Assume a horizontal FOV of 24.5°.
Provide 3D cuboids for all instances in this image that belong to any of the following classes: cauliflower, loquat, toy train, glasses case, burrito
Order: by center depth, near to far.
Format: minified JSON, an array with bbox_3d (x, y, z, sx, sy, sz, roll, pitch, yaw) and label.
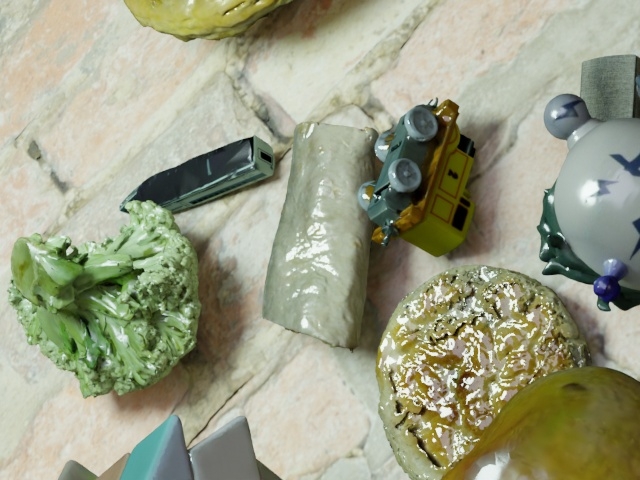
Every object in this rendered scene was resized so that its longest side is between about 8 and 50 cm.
[{"bbox_3d":[0.243,0.272,1.423,0.276,0.276,0.284,23,62,39],"label":"loquat"},{"bbox_3d":[0.325,-0.108,1.663,0.070,0.047,0.205,-5,66,32],"label":"glasses case"},{"bbox_3d":[0.125,-0.072,1.744,0.089,0.127,0.219,-35,29,53],"label":"toy train"},{"bbox_3d":[0.003,-0.001,1.792,0.143,0.105,0.299,-20,56,52],"label":"burrito"},{"bbox_3d":[-0.287,0.069,1.885,0.275,0.250,0.272,-42,50,19],"label":"cauliflower"},{"bbox_3d":[-0.171,-0.076,2.002,0.251,0.048,0.055,-19,65,34],"label":"toy train"}]

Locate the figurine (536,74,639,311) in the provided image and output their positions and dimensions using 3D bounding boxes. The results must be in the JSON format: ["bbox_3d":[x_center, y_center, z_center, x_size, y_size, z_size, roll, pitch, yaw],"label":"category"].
[{"bbox_3d":[0.364,-0.101,1.531,0.261,0.186,0.382,27,83,18],"label":"figurine"}]

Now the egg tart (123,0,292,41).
[{"bbox_3d":[-0.093,-0.449,2.027,0.443,0.178,0.443,-17,59,30],"label":"egg tart"}]

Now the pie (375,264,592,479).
[{"bbox_3d":[0.173,0.157,1.648,0.274,0.055,0.274,-11,69,30],"label":"pie"}]

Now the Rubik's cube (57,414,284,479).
[{"bbox_3d":[-0.155,0.395,1.590,0.358,0.368,0.387,-42,51,35],"label":"Rubik's cube"}]
